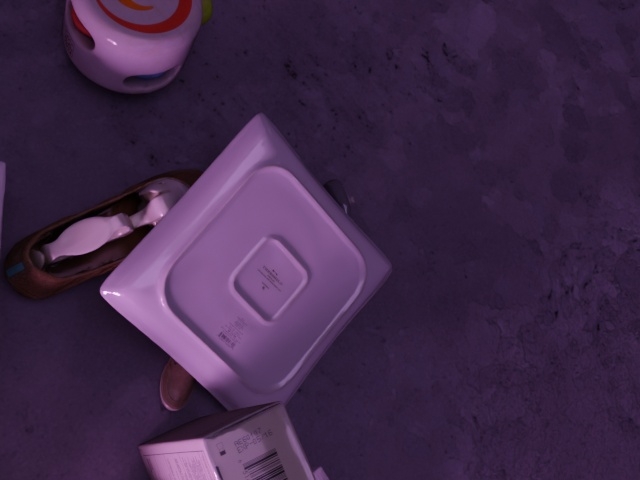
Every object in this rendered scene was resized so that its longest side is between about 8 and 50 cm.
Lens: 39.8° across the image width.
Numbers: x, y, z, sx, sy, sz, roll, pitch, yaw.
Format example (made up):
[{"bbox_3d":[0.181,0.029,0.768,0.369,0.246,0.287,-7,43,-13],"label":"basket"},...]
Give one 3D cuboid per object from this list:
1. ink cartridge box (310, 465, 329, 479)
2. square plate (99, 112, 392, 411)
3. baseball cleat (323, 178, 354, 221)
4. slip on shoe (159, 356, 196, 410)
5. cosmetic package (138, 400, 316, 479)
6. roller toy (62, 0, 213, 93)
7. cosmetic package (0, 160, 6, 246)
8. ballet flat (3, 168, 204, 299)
[{"bbox_3d":[-0.049,0.421,1.270,0.180,0.060,0.104,-33,92,-28],"label":"ink cartridge box"},{"bbox_3d":[-0.080,0.057,1.275,0.344,0.049,0.347,-50,118,-17],"label":"square plate"},{"bbox_3d":[0.000,0.000,1.398,0.109,0.072,0.206,2,75,-25],"label":"baseball cleat"},{"bbox_3d":[-0.193,0.178,1.277,0.051,0.041,0.135,27,67,-17],"label":"slip on shoe"},{"bbox_3d":[-0.121,0.307,1.127,0.113,0.309,0.160,-21,87,-27],"label":"cosmetic package"},{"bbox_3d":[-0.283,-0.323,1.308,0.209,0.146,0.191,25,58,-11],"label":"roller toy"},{"bbox_3d":[-0.594,0.001,1.075,0.384,0.156,0.217,6,74,-22],"label":"cosmetic package"},{"bbox_3d":[-0.276,-0.022,1.244,0.342,0.124,0.116,-24,88,-28],"label":"ballet flat"}]
